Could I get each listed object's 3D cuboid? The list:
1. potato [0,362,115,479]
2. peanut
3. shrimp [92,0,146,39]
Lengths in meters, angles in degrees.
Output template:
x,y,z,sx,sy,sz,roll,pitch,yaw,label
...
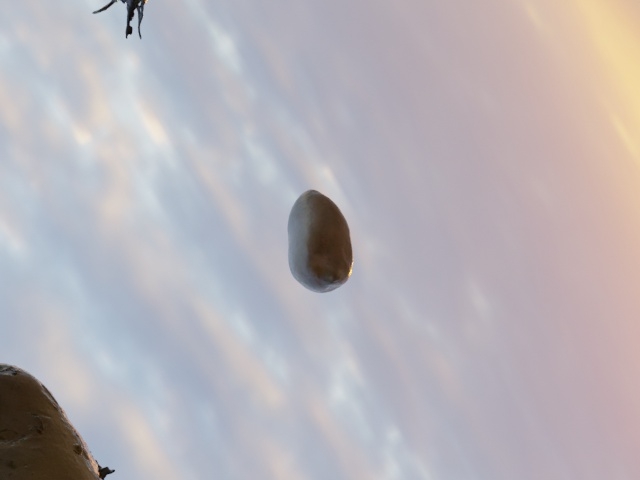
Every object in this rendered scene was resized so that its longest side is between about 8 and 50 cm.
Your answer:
x,y,z,sx,sy,sz,roll,pitch,yaw,label
-0.226,0.152,1.305,0.200,0.164,0.081,-125,26,-47,potato
0.000,0.000,2.182,0.076,0.076,0.152,50,-157,-38,peanut
-0.183,-0.276,1.761,0.075,0.073,0.190,0,-104,-42,shrimp
